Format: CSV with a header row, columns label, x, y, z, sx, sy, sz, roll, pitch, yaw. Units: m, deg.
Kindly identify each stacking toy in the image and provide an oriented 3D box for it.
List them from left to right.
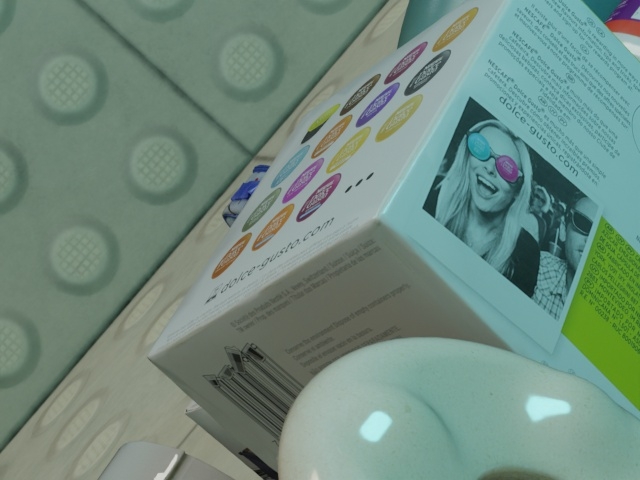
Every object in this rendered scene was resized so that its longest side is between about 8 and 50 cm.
label,x,y,z,sx,sy,sz,roll,pitch,yaw
stacking toy,0.046,0.331,1.083,0.480,0.351,0.350,-59,8,29

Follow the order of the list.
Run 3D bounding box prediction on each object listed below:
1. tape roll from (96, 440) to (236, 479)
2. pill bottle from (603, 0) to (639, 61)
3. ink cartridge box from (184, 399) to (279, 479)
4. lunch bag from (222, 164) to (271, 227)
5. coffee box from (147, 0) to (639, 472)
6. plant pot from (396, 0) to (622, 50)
label,x,y,z,sx,sy,sz,roll,pitch,yaw
tape roll,-0.140,0.333,1.599,0.169,0.246,0.246,-56,16,-26
pill bottle,0.407,-0.234,1.619,0.323,0.181,0.181,-51,15,-14
ink cartridge box,0.014,0.164,1.601,0.100,0.237,0.172,-28,24,54
lunch bag,0.000,0.000,2.066,0.115,0.243,0.303,-51,14,-9
coffee box,0.129,0.040,1.389,0.337,0.338,0.334,-30,22,49
plant pot,0.212,-0.183,1.772,0.293,0.293,0.235,-22,40,60
